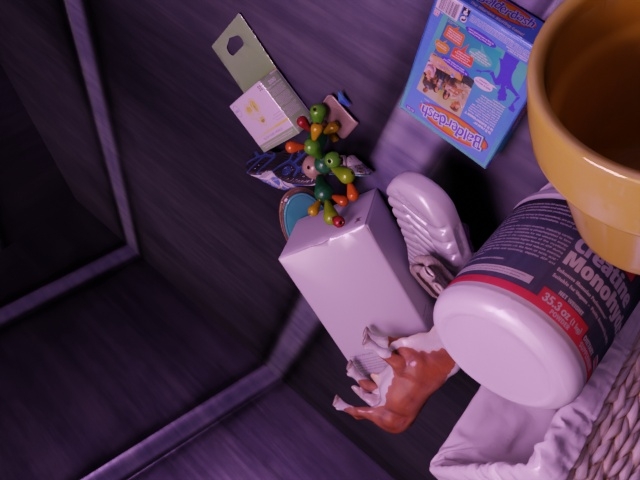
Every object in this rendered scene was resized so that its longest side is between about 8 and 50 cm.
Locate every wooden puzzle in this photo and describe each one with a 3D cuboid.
[{"bbox_3d":[0.030,-0.222,1.036,0.078,0.014,0.116,47,155,-10],"label":"wooden puzzle"}]

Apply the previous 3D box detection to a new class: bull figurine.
[{"bbox_3d":[0.152,0.243,1.079,0.189,0.101,0.310,22,121,2],"label":"bull figurine"}]

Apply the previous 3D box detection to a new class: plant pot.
[{"bbox_3d":[0.326,-0.088,0.533,0.254,0.254,0.239,31,166,31],"label":"plant pot"}]

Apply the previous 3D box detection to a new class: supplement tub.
[{"bbox_3d":[0.291,0.055,0.731,0.191,0.272,0.191,36,153,22],"label":"supplement tub"}]

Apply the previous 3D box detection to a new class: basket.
[{"bbox_3d":[0.397,0.298,0.860,0.266,0.331,0.328,42,155,5],"label":"basket"}]

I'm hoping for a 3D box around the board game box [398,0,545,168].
[{"bbox_3d":[0.198,-0.211,0.749,0.160,0.047,0.210,40,154,14],"label":"board game box"}]

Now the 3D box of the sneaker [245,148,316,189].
[{"bbox_3d":[-0.066,-0.150,1.240,0.211,0.080,0.081,17,167,44],"label":"sneaker"}]

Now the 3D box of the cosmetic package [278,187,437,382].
[{"bbox_3d":[0.103,0.106,1.153,0.197,0.155,0.365,-19,115,26],"label":"cosmetic package"}]

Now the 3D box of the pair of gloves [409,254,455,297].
[{"bbox_3d":[0.229,0.114,0.896,0.240,0.042,0.204,48,-179,8],"label":"pair of gloves"}]

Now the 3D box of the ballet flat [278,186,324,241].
[{"bbox_3d":[0.000,0.000,1.303,0.342,0.116,0.124,53,-174,-33],"label":"ballet flat"}]

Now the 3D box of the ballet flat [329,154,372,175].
[{"bbox_3d":[0.051,-0.142,1.094,0.114,0.041,0.041,11,137,50],"label":"ballet flat"}]

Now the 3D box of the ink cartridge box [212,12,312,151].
[{"bbox_3d":[-0.132,-0.298,1.130,0.235,0.056,0.171,52,155,-15],"label":"ink cartridge box"}]

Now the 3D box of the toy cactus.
[{"bbox_3d":[-0.007,-0.132,1.062,0.180,0.112,0.218,-164,55,-76],"label":"toy cactus"}]

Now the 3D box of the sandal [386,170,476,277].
[{"bbox_3d":[0.224,0.014,0.966,0.169,0.102,0.416,41,171,32],"label":"sandal"}]
